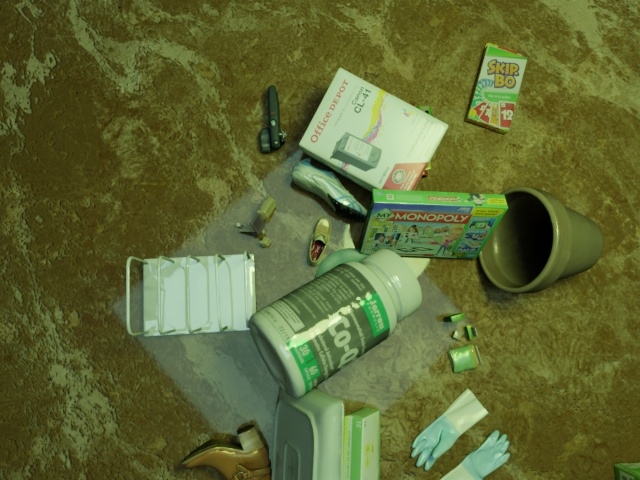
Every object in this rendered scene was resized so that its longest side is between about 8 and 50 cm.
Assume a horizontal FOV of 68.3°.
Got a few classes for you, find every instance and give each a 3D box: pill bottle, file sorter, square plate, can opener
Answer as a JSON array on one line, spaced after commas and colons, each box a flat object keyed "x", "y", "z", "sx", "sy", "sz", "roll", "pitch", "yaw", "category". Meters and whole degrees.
[{"x": 0.039, "y": 0.172, "z": 1.065, "sx": 0.361, "sy": 0.204, "sz": 0.204, "roll": -29, "pitch": 84, "yaw": -23, "category": "pill bottle"}, {"x": -0.297, "y": 0.126, "z": 1.121, "sx": 0.277, "sy": 0.173, "sz": 0.193, "roll": -3, "pitch": 82, "yaw": -6, "category": "file sorter"}, {"x": -0.042, "y": 0.489, "z": 1.000, "sx": 0.049, "sy": 0.344, "sz": 0.347, "roll": 6, "pitch": 80, "yaw": -22, "category": "square plate"}, {"x": -0.127, "y": -0.327, "z": 1.263, "sx": 0.073, "sy": 0.059, "sz": 0.186, "roll": 0, "pitch": 81, "yaw": -4, "category": "can opener"}]

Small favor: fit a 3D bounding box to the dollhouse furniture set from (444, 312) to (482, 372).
[{"x": 0.367, "y": 0.263, "z": 1.211, "sx": 0.076, "sy": 0.058, "sz": 0.152, "roll": -13, "pitch": 82, "yaw": -6, "category": "dollhouse furniture set"}]

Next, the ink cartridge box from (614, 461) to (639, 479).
[{"x": 0.891, "y": 0.660, "z": 1.173, "sx": 0.255, "sy": 0.097, "sz": 0.189, "roll": -1, "pitch": 81, "yaw": -4, "category": "ink cartridge box"}]

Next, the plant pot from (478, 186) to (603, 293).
[{"x": 0.571, "y": 0.001, "z": 1.193, "sx": 0.229, "sy": 0.263, "sz": 0.263, "roll": 2, "pitch": 81, "yaw": -22, "category": "plant pot"}]

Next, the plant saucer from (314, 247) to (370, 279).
[{"x": 0.082, "y": 0.113, "z": 1.223, "sx": 0.195, "sy": 0.037, "sz": 0.195, "roll": 1, "pitch": 82, "yaw": -5, "category": "plant saucer"}]

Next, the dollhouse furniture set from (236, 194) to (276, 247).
[{"x": -0.162, "y": -0.054, "z": 1.243, "sx": 0.081, "sy": 0.091, "sz": 0.114, "roll": 3, "pitch": 50, "yaw": 35, "category": "dollhouse furniture set"}]

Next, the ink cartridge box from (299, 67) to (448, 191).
[{"x": 0.130, "y": -0.255, "z": 1.199, "sx": 0.306, "sy": 0.131, "sz": 0.226, "roll": 28, "pitch": 93, "yaw": 1, "category": "ink cartridge box"}]

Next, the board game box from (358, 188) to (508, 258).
[{"x": 0.268, "y": -0.037, "z": 1.175, "sx": 0.317, "sy": 0.213, "sz": 0.046, "roll": 2, "pitch": 55, "yaw": -4, "category": "board game box"}]

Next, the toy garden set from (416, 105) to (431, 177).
[{"x": 0.192, "y": -0.276, "z": 1.286, "sx": 0.244, "sy": 0.049, "sz": 0.204, "roll": -1, "pitch": 81, "yaw": -5, "category": "toy garden set"}]

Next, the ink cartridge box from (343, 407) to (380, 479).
[{"x": 0.071, "y": 0.487, "z": 1.071, "sx": 0.056, "sy": 0.235, "sz": 0.171, "roll": -2, "pitch": 80, "yaw": 27, "category": "ink cartridge box"}]

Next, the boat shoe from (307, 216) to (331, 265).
[{"x": 0.000, "y": 0.000, "z": 1.229, "sx": 0.050, "sy": 0.045, "sz": 0.135, "roll": 13, "pitch": 80, "yaw": -3, "category": "boat shoe"}]

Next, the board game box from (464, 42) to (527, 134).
[{"x": 0.505, "y": -0.442, "z": 1.347, "sx": 0.124, "sy": 0.039, "sz": 0.259, "roll": 18, "pitch": 77, "yaw": -2, "category": "board game box"}]

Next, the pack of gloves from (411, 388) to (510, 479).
[{"x": 0.357, "y": 0.526, "z": 1.176, "sx": 0.232, "sy": 0.046, "sz": 0.195, "roll": -40, "pitch": 85, "yaw": -9, "category": "pack of gloves"}]

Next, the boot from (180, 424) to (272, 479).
[{"x": -0.217, "y": 0.545, "z": 1.115, "sx": 0.197, "sy": 0.073, "sz": 0.152, "roll": -19, "pitch": 87, "yaw": -5, "category": "boot"}]

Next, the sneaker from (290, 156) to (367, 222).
[{"x": 0.035, "y": -0.132, "z": 1.236, "sx": 0.237, "sy": 0.085, "sz": 0.086, "roll": 36, "pitch": 73, "yaw": -2, "category": "sneaker"}]
